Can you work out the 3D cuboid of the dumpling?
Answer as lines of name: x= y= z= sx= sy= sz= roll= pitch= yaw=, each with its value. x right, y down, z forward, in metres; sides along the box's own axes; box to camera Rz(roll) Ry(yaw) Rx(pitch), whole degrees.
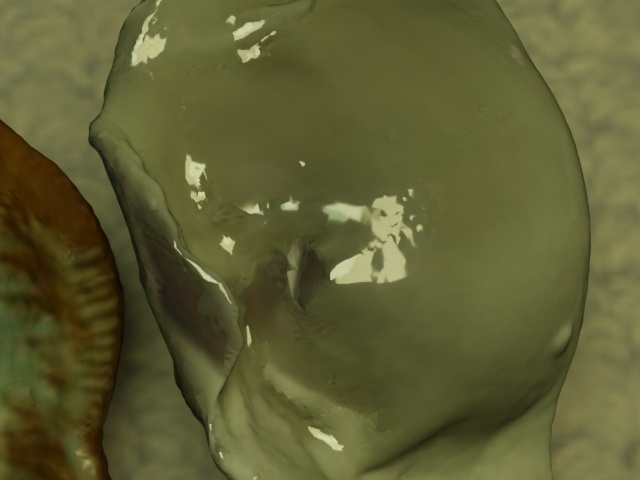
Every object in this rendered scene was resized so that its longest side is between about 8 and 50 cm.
dumpling: x=0.000 y=0.000 z=0.492 sx=0.127 sy=0.108 sz=0.188 roll=-5 pitch=83 yaw=-38

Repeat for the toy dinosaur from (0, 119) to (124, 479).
toy dinosaur: x=-0.171 y=-0.004 z=0.498 sx=0.205 sy=0.092 sz=0.393 roll=-27 pitch=77 yaw=-10
